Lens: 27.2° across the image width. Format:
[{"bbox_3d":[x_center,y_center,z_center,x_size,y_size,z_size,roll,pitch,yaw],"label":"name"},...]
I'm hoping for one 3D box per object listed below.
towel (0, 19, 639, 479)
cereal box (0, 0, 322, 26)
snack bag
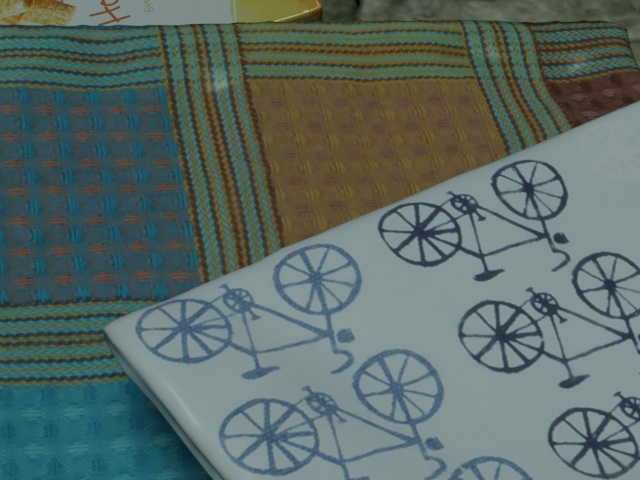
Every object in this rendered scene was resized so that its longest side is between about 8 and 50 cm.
[{"bbox_3d":[0.000,0.000,0.549,0.370,0.040,0.271,-4,52,-15],"label":"towel"},{"bbox_3d":[-0.141,-0.123,0.680,0.240,0.047,0.173,-21,55,-15],"label":"cereal box"},{"bbox_3d":[0.145,0.094,0.451,0.323,0.037,0.342,-21,56,-30],"label":"snack bag"}]
